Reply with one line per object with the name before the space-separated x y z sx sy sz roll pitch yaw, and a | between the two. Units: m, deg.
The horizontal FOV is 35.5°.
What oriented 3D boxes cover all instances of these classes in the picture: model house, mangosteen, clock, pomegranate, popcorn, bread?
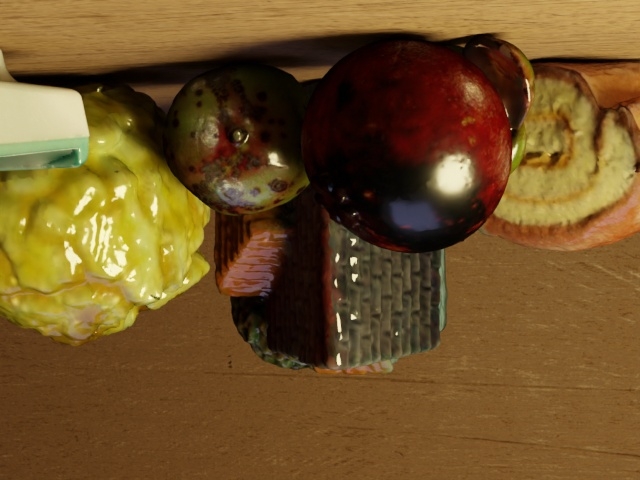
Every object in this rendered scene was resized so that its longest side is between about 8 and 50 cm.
model house | 0.000 0.000 1.173 0.298 0.360 0.339 1 -178 7
mangosteen | 0.082 -0.083 0.780 0.200 0.199 0.200 -1 -177 0
clock | -0.345 -0.096 0.736 0.262 0.116 0.231 2 -171 27
pomegranate | -0.075 -0.099 0.914 0.149 0.148 0.169 -2 -160 -21
popcorn | -0.250 -0.032 0.975 0.282 0.246 0.282 4 -167 -1
bread | 0.245 -0.082 0.951 0.123 0.190 0.244 -20 -170 -36
